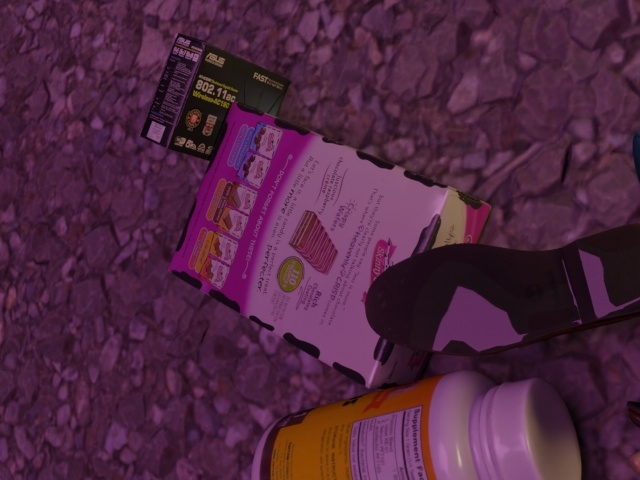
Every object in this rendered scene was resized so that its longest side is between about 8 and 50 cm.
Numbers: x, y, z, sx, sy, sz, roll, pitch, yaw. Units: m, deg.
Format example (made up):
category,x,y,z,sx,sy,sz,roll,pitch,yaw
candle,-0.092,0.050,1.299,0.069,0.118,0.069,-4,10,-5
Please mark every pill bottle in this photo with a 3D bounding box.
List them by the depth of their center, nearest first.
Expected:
category,x,y,z,sx,sy,sz,roll,pitch,yaw
pill bottle,0.065,0.159,0.703,0.215,0.117,0.117,-20,70,32

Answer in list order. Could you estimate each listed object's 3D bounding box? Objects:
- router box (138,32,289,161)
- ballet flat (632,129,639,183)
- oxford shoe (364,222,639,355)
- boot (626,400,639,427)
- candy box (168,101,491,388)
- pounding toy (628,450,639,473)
category,x,y,z,sx,sy,sz,roll,pitch,yaw
router box,-0.088,-0.115,0.865,0.038,0.122,0.092,24,97,33
ballet flat,0.215,0.020,0.498,0.079,0.077,0.221,-12,45,13
oxford shoe,0.136,0.041,0.680,0.212,0.076,0.076,-7,75,19
boot,0.217,0.174,0.642,0.106,0.037,0.114,35,107,38
candy box,0.000,0.000,0.810,0.233,0.071,0.159,27,98,37
pounding toy,0.250,0.071,0.567,0.130,0.141,0.100,-16,72,34
